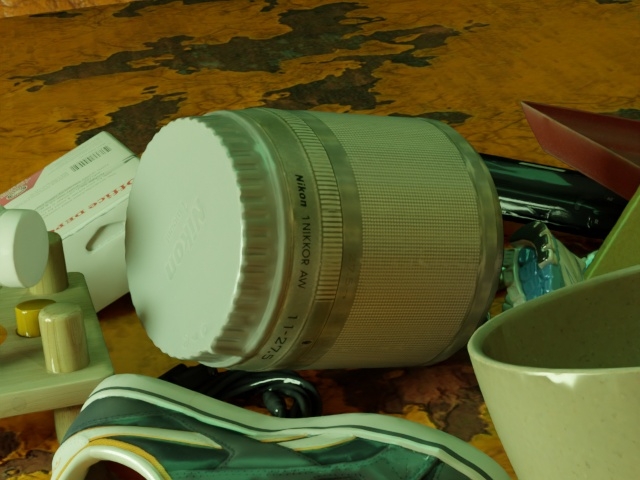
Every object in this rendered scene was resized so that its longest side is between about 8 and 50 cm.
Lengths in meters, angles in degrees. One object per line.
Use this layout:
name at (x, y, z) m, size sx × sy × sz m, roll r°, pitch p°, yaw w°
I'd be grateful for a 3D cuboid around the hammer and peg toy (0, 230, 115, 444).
hammer and peg toy at (-0.365, 0.110, 1.552) m, size 0.361 × 0.127 × 0.266 m, roll -10°, pitch 21°, yaw -11°

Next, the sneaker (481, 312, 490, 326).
sneaker at (0.138, 0.066, 1.692) m, size 0.035 × 0.031 × 0.083 m, roll -16°, pitch 12°, yaw 13°

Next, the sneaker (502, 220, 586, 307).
sneaker at (0.202, 0.076, 1.511) m, size 0.071 × 0.083 × 0.190 m, roll -34°, pitch 40°, yaw 42°

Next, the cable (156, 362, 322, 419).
cable at (-0.086, 0.148, 1.497) m, size 0.151 × 0.047 × 0.184 m, roll 9°, pitch 19°, yaw 26°

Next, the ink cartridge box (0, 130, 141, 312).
ink cartridge box at (-0.236, -0.016, 1.868) m, size 0.158 × 0.092 × 0.218 m, roll -33°, pitch 23°, yaw -10°

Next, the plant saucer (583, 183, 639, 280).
plant saucer at (0.405, -0.008, 1.524) m, size 0.333 × 0.081 × 0.332 m, roll 12°, pitch 63°, yaw 53°

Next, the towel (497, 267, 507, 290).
towel at (0.001, 0.031, 1.813) m, size 0.325 × 0.038 × 0.248 m, roll -12°, pitch 19°, yaw -17°

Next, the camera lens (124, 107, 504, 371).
camera lens at (0.000, 0.000, 1.547) m, size 0.274 × 0.219 × 0.219 m, roll 1°, pitch 12°, yaw -34°

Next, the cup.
cup at (0.270, 0.141, 1.059) m, size 0.331 × 0.237 × 0.331 m, roll -12°, pitch 8°, yaw 2°

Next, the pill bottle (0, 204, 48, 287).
pill bottle at (-0.301, 0.004, 1.521) m, size 0.137 × 0.078 × 0.078 m, roll 2°, pitch 20°, yaw 19°

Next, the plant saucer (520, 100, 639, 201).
plant saucer at (0.365, -0.070, 1.867) m, size 0.259 × 0.047 × 0.258 m, roll 6°, pitch 17°, yaw -28°

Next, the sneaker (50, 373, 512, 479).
sneaker at (-0.033, 0.187, 1.239) m, size 0.321 × 0.126 × 0.127 m, roll 8°, pitch 36°, yaw 17°

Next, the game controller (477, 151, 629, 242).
game controller at (0.212, -0.054, 1.954) m, size 0.319 × 0.067 × 0.166 m, roll 13°, pitch 10°, yaw 30°

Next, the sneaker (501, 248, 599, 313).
sneaker at (0.244, 0.060, 1.652) m, size 0.162 × 0.063 × 0.073 m, roll -21°, pitch 41°, yaw -27°
